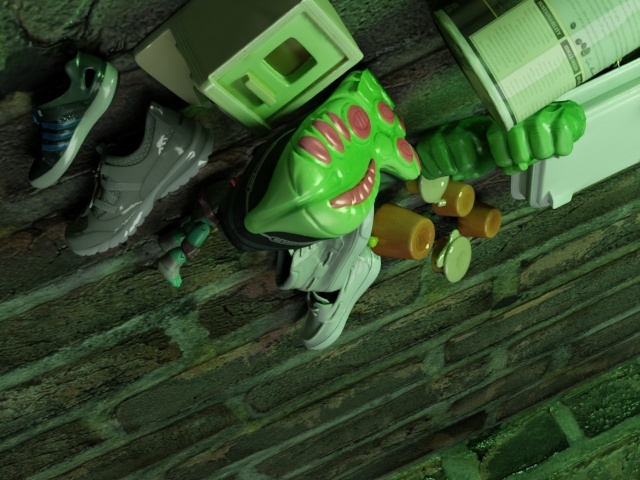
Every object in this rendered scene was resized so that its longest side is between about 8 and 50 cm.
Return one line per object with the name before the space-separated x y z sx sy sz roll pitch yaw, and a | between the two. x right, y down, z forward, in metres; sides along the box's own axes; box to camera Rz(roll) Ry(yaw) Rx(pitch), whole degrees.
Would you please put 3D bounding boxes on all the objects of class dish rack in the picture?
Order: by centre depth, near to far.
dish rack | 0.490 -0.179 1.669 0.332 0.072 0.285 -26 150 -5

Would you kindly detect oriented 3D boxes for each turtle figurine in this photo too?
turtle figurine | -0.147 -0.032 1.490 0.234 0.118 0.175 -34 -171 14

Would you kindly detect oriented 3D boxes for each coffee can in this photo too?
coffee can | 0.324 -0.309 1.357 0.275 0.202 0.201 -33 149 8

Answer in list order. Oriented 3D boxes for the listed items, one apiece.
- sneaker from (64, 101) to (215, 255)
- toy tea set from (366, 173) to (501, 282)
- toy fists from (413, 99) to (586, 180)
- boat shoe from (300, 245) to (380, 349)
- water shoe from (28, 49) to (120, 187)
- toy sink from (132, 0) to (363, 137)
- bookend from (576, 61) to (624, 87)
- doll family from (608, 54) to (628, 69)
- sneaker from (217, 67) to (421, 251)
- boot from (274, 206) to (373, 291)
sneaker | -0.273 -0.090 1.349 0.115 0.105 0.281 39 115 -25
toy tea set | 0.198 -0.037 1.767 0.336 0.124 0.200 28 81 -52
toy fists | 0.272 -0.151 1.519 0.279 0.096 0.142 -5 -170 37
boat shoe | 0.014 0.105 1.847 0.084 0.095 0.258 7 125 -37
water shoe | -0.330 -0.156 1.222 0.080 0.073 0.203 27 118 -28
toy sink | -0.091 -0.229 1.220 0.234 0.131 0.153 -35 148 13
bookend | 0.444 -0.238 1.680 0.157 0.072 0.156 0 140 -39
doll family | 0.432 -0.302 1.490 0.111 0.193 0.076 -14 130 23
sneaker | -0.002 -0.108 1.320 0.202 0.185 0.483 -22 -174 24
boot | 0.000 0.000 1.667 0.123 0.095 0.258 -3 136 -24
